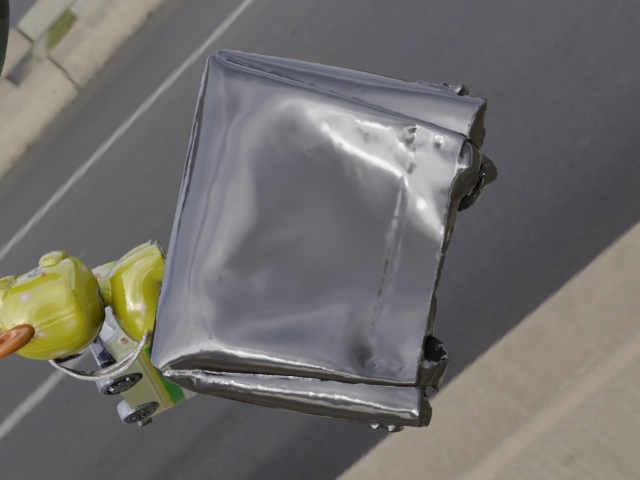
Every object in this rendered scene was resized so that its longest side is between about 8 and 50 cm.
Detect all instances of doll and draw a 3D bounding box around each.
[{"bbox_3d":[-0.250,0.075,0.979,0.220,0.135,0.143,-20,11,-19],"label":"doll"}]

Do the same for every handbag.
[{"bbox_3d":[0.000,0.000,0.793,0.257,0.113,0.285,12,89,21],"label":"handbag"}]

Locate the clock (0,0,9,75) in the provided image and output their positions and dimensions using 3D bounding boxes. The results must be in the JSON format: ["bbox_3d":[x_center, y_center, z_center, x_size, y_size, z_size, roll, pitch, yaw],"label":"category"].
[{"bbox_3d":[-0.471,-0.242,0.931,0.386,0.386,0.076,-37,1,28],"label":"clock"}]

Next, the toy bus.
[{"bbox_3d":[-0.235,0.135,1.356,0.179,0.305,0.143,-23,67,-10],"label":"toy bus"}]
